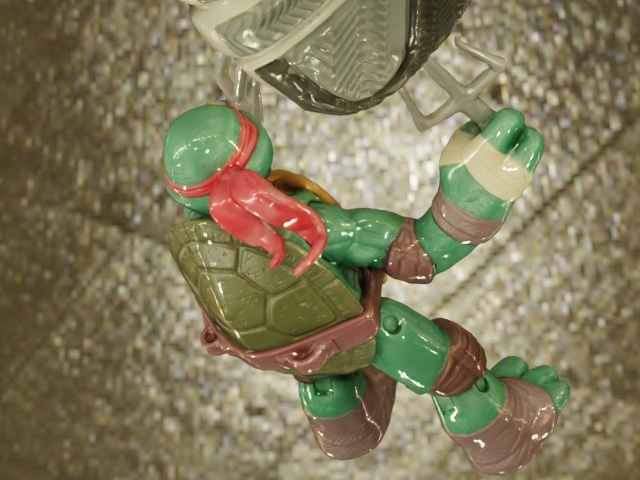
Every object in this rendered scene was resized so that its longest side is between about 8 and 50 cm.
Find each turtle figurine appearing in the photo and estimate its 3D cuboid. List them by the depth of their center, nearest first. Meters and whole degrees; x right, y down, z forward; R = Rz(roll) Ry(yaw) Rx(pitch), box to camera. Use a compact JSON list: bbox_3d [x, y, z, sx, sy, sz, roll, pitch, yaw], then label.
[{"bbox_3d":[0.000,0.000,0.719,0.175,0.118,0.234,22,153,42],"label":"turtle figurine"}]

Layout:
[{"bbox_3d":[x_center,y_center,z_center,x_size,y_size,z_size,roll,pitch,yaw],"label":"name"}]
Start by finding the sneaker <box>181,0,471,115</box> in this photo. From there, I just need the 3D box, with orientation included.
[{"bbox_3d":[-0.047,-0.129,0.405,0.086,0.132,0.229,-44,140,-10],"label":"sneaker"}]
